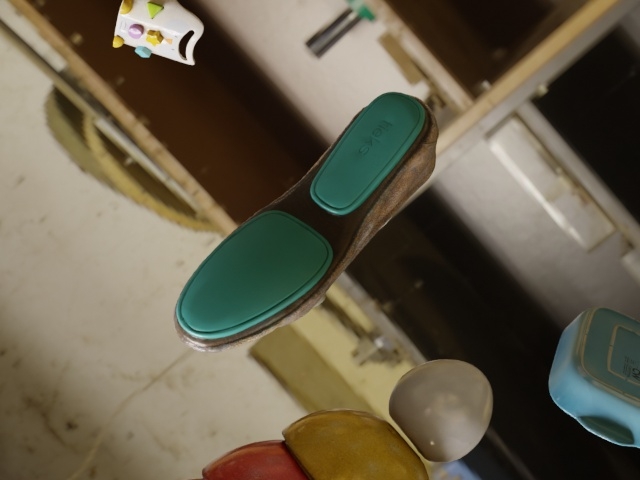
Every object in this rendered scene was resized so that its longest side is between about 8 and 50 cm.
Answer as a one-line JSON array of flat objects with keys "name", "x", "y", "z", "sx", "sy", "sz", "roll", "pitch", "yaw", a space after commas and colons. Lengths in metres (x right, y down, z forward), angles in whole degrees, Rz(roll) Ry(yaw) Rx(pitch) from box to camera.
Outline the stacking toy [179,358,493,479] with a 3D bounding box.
[{"name": "stacking toy", "x": 0.011, "y": 0.317, "z": 1.475, "sx": 0.351, "sy": 0.480, "sz": 0.350, "roll": 50, "pitch": 175, "yaw": 6}]

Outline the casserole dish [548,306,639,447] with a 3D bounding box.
[{"name": "casserole dish", "x": 0.264, "y": 0.113, "z": 1.113, "sx": 0.114, "sy": 0.037, "sz": 0.188, "roll": 25, "pitch": -151, "yaw": 7}]

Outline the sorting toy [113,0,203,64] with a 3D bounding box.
[{"name": "sorting toy", "x": -0.142, "y": -0.190, "z": 1.143, "sx": 0.075, "sy": 0.083, "sz": 0.045, "roll": 25, "pitch": -132, "yaw": 2}]

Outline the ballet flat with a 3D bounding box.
[{"name": "ballet flat", "x": 0.000, "y": 0.000, "z": 1.167, "sx": 0.107, "sy": 0.316, "sz": 0.106, "roll": 41, "pitch": 167, "yaw": 26}]
